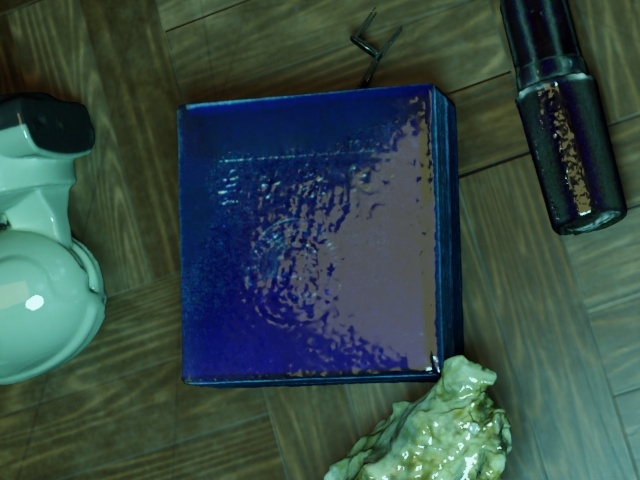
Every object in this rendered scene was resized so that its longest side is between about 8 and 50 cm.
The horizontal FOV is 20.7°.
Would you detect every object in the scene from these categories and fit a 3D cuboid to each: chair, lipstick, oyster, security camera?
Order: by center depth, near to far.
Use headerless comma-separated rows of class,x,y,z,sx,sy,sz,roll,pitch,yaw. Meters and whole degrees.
oyster,0.061,0.264,1.606,0.201,0.107,0.354,27,103,49
lipstick,0.222,-0.151,1.670,0.081,0.081,0.299,-16,77,15
chair,0.044,-0.187,1.750,0.042,0.037,0.086,30,89,6
security camera,-0.319,0.004,1.773,0.191,0.197,0.277,-15,88,16

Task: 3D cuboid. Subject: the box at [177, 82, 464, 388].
box,0.000,0.000,1.707,0.261,0.116,0.279,-4,81,17
